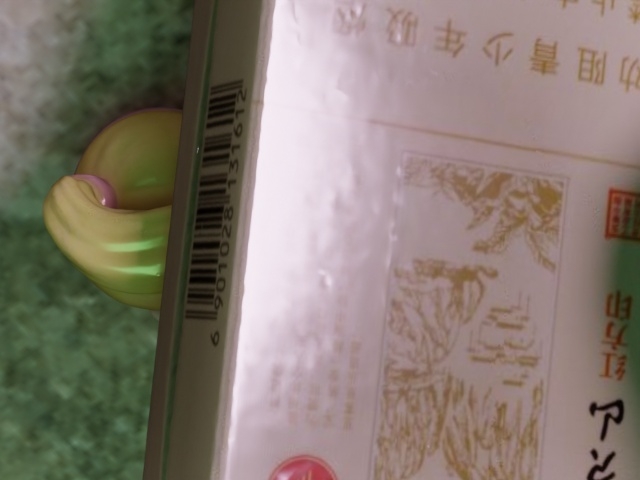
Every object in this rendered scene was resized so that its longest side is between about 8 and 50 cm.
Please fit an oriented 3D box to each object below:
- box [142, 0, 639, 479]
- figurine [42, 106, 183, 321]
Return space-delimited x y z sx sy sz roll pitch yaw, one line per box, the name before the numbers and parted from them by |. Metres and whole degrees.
box | 0.029 0.001 0.490 0.141 0.058 0.201 6 85 -25
figurine | 0.000 0.000 0.552 0.187 0.083 0.083 13 117 -23
